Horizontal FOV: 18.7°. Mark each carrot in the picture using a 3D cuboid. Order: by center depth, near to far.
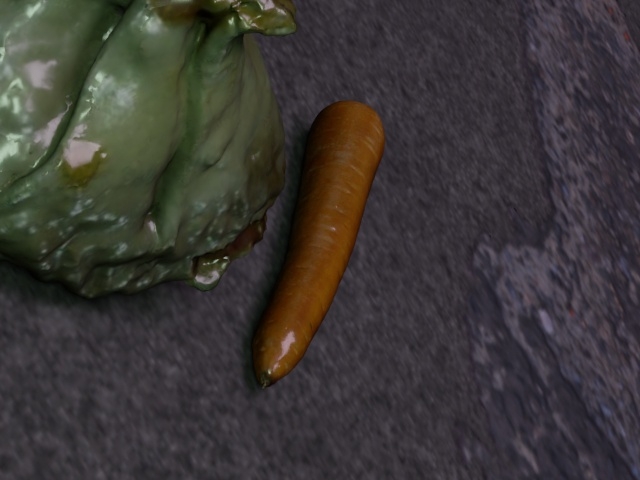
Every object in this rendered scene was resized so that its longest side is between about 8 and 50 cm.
[{"bbox_3d":[0.000,0.000,0.875,0.037,0.037,0.190,47,34,-25],"label":"carrot"}]

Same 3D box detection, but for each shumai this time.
[{"bbox_3d":[-0.062,-0.076,0.735,0.184,0.142,0.184,34,41,-35],"label":"shumai"}]
